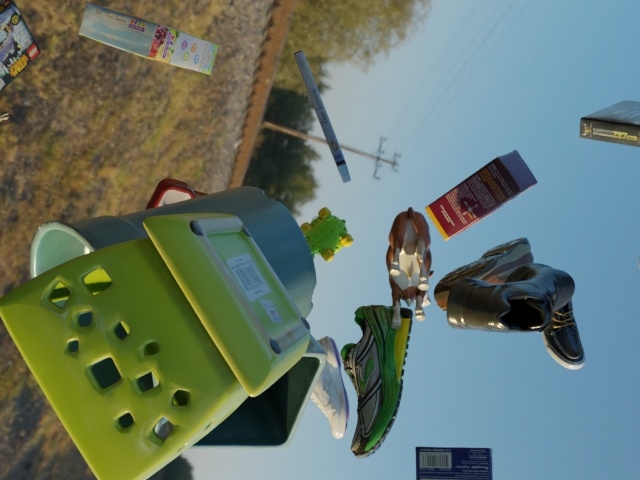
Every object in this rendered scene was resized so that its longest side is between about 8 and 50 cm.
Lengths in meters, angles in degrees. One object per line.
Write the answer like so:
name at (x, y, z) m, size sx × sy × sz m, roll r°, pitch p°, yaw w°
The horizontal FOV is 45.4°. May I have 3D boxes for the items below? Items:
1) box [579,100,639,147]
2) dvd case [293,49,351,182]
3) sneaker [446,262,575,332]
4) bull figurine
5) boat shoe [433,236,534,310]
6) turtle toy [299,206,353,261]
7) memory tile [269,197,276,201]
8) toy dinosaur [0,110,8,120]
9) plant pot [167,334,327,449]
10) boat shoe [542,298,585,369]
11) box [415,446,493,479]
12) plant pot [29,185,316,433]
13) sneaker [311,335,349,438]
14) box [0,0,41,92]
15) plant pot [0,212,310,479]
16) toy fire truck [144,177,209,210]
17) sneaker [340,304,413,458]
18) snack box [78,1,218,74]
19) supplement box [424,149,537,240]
box at (0.814, -0.306, 1.984) m, size 0.183 × 0.233 × 0.059 m, roll 19°, pitch -58°, yaw 46°
dvd case at (0.006, -0.253, 1.605) m, size 0.180 × 0.022 × 0.253 m, roll 53°, pitch 16°, yaw -81°
sneaker at (0.345, 0.109, 1.275) m, size 0.130 × 0.286 × 0.109 m, roll 13°, pitch -70°, yaw 51°
bull figurine at (0.196, 0.073, 1.673) m, size 0.310 × 0.101 × 0.188 m, roll 77°, pitch 14°, yaw -45°
boat shoe at (0.379, 0.093, 1.676) m, size 0.324 × 0.120 × 0.123 m, roll -24°, pitch -177°, yaw -40°
turtle toy at (0.000, 0.000, 1.549) m, size 0.130 × 0.095 × 0.066 m, roll -38°, pitch 174°, yaw -6°
memory tile at (-0.089, -0.019, 1.790) m, size 0.012 × 0.148 × 0.113 m, roll -32°, pitch 164°, yaw -32°
toy dinosaur at (-0.580, -0.236, 1.201) m, size 0.092 × 0.183 × 0.053 m, roll -55°, pitch -153°, yaw 29°
plant pot at (-0.172, 0.230, 1.503) m, size 0.247 × 0.248 × 0.252 m, roll -68°, pitch -149°, yaw 26°
boat shoe at (0.450, 0.147, 1.437) m, size 0.083 × 0.065 × 0.183 m, roll 93°, pitch -14°, yaw -48°
box at (0.238, 0.481, 1.351) m, size 0.036 × 0.136 × 0.225 m, roll 46°, pitch 44°, yaw -66°
plant pot at (-0.209, 0.080, 1.178) m, size 0.334 × 0.341 × 0.341 m, roll -25°, pitch 153°, yaw -39°
sneaker at (0.002, 0.444, 2.290) m, size 0.114 × 0.152 × 0.305 m, roll 132°, pitch -55°, yaw -88°
box at (-0.459, -0.257, 1.065) m, size 0.137 × 0.027 × 0.094 m, roll -58°, pitch 156°, yaw -28°
plant pot at (-0.149, 0.092, 0.801) m, size 0.207 × 0.227 × 0.228 m, roll -33°, pitch 175°, yaw 12°
toy fire truck at (-0.298, 0.019, 1.654) m, size 0.302 × 0.254 × 0.169 m, roll -56°, pitch -139°, yaw 20°
sneaker at (0.108, 0.306, 1.687) m, size 0.134 × 0.146 × 0.343 m, roll 93°, pitch 7°, yaw -67°
snack box at (-0.328, -0.389, 1.481) m, size 0.207 × 0.174 × 0.070 m, roll -5°, pitch 115°, yaw -67°
supplement box at (0.312, -0.087, 1.490) m, size 0.188 × 0.080 × 0.104 m, roll -37°, pitch 172°, yaw 35°
